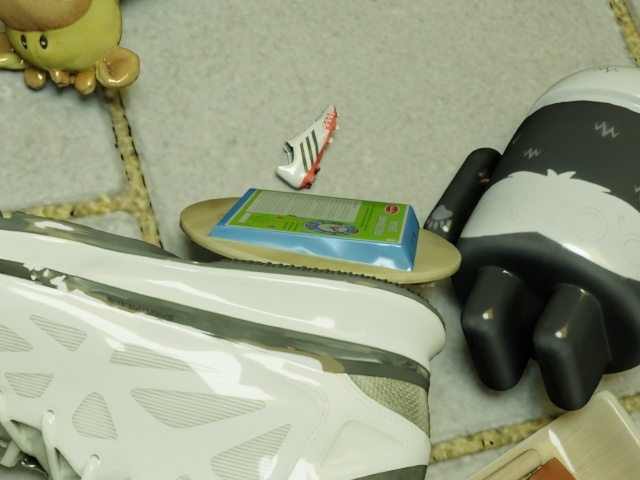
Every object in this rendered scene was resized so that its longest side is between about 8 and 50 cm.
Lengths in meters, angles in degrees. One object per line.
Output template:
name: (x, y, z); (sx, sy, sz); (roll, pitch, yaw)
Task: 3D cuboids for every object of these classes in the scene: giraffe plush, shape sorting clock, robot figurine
giraffe plush: (-0.197, -0.207, 0.974); (0.210, 0.181, 0.170); (35, 66, -39)
shape sorting clock: (0.000, 0.000, 0.919); (0.206, 0.206, 0.040); (1, 104, -17)
robot figurine: (0.208, -0.007, 0.983); (0.209, 0.173, 0.278); (33, 61, -4)

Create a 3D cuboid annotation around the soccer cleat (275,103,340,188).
soccer cleat: (-0.010, -0.080, 1.028); (0.036, 0.029, 0.083); (26, 66, -9)

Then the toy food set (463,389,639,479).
toy food set: (0.148, 0.269, 0.880); (0.306, 0.092, 0.219); (-27, 77, -26)

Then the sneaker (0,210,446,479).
sneaker: (-0.150, 0.135, 0.784); (0.447, 0.169, 0.257); (7, 67, 0)
